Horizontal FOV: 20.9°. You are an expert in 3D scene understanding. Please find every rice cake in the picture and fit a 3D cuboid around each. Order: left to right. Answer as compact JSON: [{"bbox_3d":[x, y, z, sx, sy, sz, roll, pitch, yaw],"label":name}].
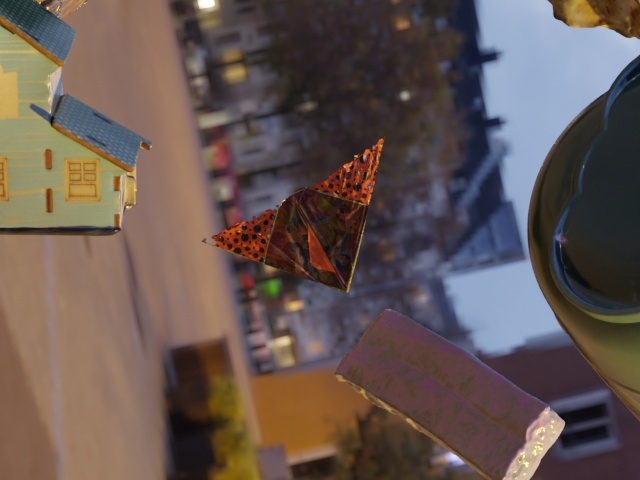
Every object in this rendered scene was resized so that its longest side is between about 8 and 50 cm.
[{"bbox_3d":[0.138,0.170,1.892,0.298,0.106,0.050,30,-13,47],"label":"rice cake"}]

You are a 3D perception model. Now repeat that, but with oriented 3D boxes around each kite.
[{"bbox_3d":[0.000,0.000,1.769,0.125,0.222,0.008,61,12,5],"label":"kite"}]

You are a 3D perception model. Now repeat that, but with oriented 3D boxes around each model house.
[{"bbox_3d":[-0.288,-0.124,1.544,0.178,0.271,0.206,-89,180,-69],"label":"model house"}]

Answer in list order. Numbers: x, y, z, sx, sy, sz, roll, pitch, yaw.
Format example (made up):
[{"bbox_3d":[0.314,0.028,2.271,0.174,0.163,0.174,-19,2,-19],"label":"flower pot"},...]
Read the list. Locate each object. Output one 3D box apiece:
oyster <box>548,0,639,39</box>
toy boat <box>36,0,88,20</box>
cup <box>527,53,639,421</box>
[{"bbox_3d":[0.204,-0.294,1.672,0.294,0.094,0.166,41,-39,-6],"label":"oyster"},{"bbox_3d":[-0.286,-0.256,1.656,0.121,0.321,0.089,40,-22,19],"label":"toy boat"},{"bbox_3d":[0.276,-0.011,1.144,0.257,0.219,0.290,44,64,-48],"label":"cup"}]
